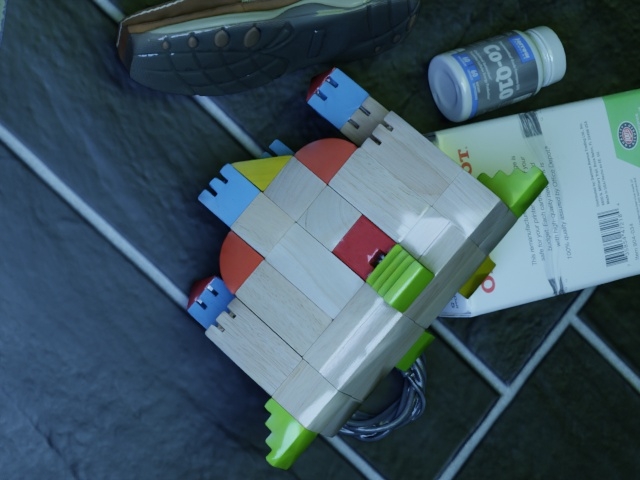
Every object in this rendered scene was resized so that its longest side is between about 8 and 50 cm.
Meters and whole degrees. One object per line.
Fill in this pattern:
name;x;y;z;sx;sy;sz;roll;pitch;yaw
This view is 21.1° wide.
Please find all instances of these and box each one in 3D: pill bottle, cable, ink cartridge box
pill bottle;0.194;-0.185;1.871;0.137;0.078;0.078;-21;96;-21
cable;0.040;0.126;1.823;0.184;0.047;0.151;38;71;-14
ink cartridge box;0.236;-0.041;1.864;0.272;0.115;0.198;-12;93;-22

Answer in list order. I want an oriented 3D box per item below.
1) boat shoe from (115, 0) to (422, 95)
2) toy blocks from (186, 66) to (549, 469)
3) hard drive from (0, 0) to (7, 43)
boat shoe;-0.058;-0.237;1.762;0.324;0.122;0.120;-13;63;-24
toy blocks;0.000;0.000;1.708;0.261;0.191;0.381;41;92;20
hard drive;-0.391;-0.227;1.648;0.172;0.054;0.255;10;85;-22
